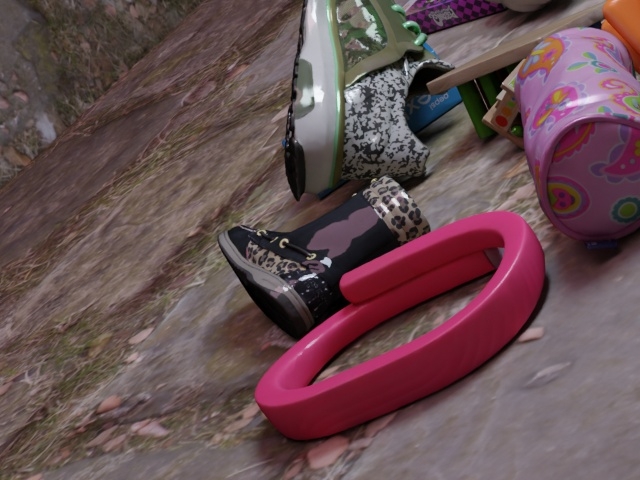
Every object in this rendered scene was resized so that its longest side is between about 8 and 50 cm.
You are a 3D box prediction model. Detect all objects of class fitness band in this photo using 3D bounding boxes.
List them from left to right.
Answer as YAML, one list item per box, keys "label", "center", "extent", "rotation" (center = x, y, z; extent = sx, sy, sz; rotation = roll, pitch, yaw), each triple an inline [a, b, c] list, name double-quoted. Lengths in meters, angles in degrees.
- label: "fitness band"
  center: [0.068, 0.076, 1.545]
  extent: [0.291, 0.054, 0.209]
  rotation: [-27, 21, 30]

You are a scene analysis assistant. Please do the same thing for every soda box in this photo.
- label: "soda box"
  center: [0.061, -0.142, 2.101]
  extent: [0.210, 0.071, 0.067]
  rotation: [-35, 16, 3]

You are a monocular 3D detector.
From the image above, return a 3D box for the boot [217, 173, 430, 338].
- label: "boot"
  center: [0.001, 0.002, 1.815]
  extent: [0.179, 0.085, 0.236]
  rotation: [-36, 23, -6]

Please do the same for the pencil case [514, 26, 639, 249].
- label: "pencil case"
  center: [0.237, -0.095, 1.564]
  extent: [0.124, 0.124, 0.284]
  rotation: [-32, 18, 13]

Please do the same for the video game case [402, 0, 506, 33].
- label: "video game case"
  center: [0.228, -0.365, 2.427]
  extent: [0.210, 0.042, 0.232]
  rotation: [-46, 20, -27]

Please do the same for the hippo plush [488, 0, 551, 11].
- label: "hippo plush"
  center: [0.309, -0.416, 2.224]
  extent: [0.237, 0.234, 0.294]
  rotation: [-9, 28, -15]

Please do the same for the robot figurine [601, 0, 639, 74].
- label: "robot figurine"
  center: [0.369, -0.250, 1.690]
  extent: [0.219, 0.158, 0.128]
  rotation: [-38, 34, -6]

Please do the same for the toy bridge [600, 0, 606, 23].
- label: "toy bridge"
  center: [0.352, -0.267, 1.948]
  extent: [0.188, 0.026, 0.063]
  rotation: [-28, 17, 24]

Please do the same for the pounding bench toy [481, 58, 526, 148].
- label: "pounding bench toy"
  center: [0.216, -0.126, 1.800]
  extent: [0.052, 0.083, 0.065]
  rotation: [-48, -11, -41]

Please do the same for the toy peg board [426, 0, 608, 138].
- label: "toy peg board"
  center: [0.228, -0.177, 1.898]
  extent: [0.161, 0.079, 0.161]
  rotation: [-18, 8, 44]

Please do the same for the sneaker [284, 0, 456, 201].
- label: "sneaker"
  center: [0.063, -0.208, 2.027]
  extent: [0.158, 0.182, 0.410]
  rotation: [101, 176, -55]
